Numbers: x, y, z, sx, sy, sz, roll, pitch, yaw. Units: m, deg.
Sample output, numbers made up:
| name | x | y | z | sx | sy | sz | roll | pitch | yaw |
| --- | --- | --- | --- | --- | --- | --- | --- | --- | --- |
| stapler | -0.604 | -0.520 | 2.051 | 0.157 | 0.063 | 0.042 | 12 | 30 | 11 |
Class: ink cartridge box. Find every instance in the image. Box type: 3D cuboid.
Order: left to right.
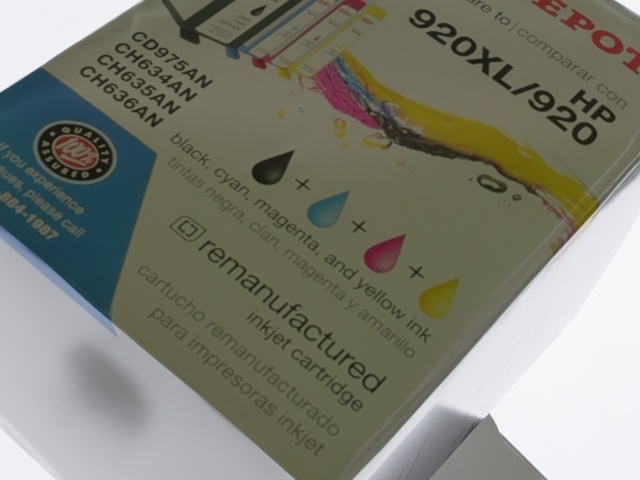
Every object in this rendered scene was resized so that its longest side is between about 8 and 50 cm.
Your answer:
| name | x | y | z | sx | sy | sz | roll | pitch | yaw |
| --- | --- | --- | --- | --- | --- | --- | --- | --- | --- |
| ink cartridge box | 0.000 | 0.000 | 0.449 | 0.171 | 0.168 | 0.232 | 38 | -123 | 16 |

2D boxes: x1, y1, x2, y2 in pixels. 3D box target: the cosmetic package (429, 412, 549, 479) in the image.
| name | x | y | z | sx | sy | sz | roll | pitch | yaw |
| --- | --- | --- | --- | --- | --- | --- | --- | --- | --- |
| cosmetic package | 0.001 | 0.167 | 0.795 | 0.197 | 0.365 | 0.155 | 44 | -103 | -2 |
